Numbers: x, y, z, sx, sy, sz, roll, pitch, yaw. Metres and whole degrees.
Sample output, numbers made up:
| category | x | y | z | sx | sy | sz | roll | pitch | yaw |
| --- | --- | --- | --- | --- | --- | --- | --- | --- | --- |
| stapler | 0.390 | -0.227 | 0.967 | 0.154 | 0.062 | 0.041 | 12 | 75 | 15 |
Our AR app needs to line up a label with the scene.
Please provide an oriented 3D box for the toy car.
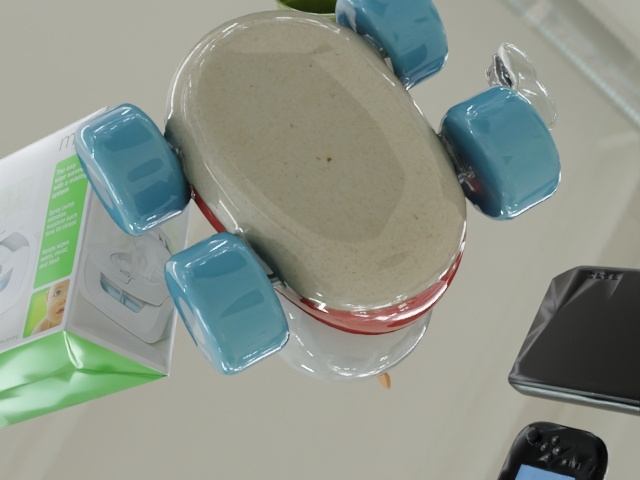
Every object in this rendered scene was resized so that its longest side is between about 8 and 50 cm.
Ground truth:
| category | x | y | z | sx | sy | sz | roll | pitch | yaw |
| --- | --- | --- | --- | --- | --- | --- | --- | --- | --- |
| toy car | 0.000 | 0.000 | 0.875 | 0.219 | 0.210 | 0.238 | -29 | -29 | -15 |

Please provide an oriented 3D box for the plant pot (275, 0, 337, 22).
| category | x | y | z | sx | sy | sz | roll | pitch | yaw |
| --- | --- | --- | --- | --- | --- | --- | --- | --- | --- |
| plant pot | -0.003 | -0.183 | 1.267 | 0.083 | 0.083 | 0.079 | -22 | -47 | -30 |

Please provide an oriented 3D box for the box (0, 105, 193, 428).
| category | x | y | z | sx | sy | sz | roll | pitch | yaw |
| --- | --- | --- | --- | --- | --- | --- | --- | --- | --- |
| box | -0.253 | 0.032 | 1.353 | 0.127 | 0.262 | 0.231 | 30 | -125 | -39 |

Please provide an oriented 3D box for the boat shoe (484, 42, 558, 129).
| category | x | y | z | sx | sy | sz | roll | pitch | yaw |
| --- | --- | --- | --- | --- | --- | --- | --- | --- | --- |
| boat shoe | 0.176 | -0.129 | 1.281 | 0.046 | 0.125 | 0.038 | 17 | -55 | -28 |

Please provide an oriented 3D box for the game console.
| category | x | y | z | sx | sy | sz | roll | pitch | yaw |
| --- | --- | --- | --- | --- | --- | --- | --- | --- | --- |
| game console | 0.225 | 0.186 | 1.264 | 0.044 | 0.213 | 0.361 | 34 | -107 | -29 |
